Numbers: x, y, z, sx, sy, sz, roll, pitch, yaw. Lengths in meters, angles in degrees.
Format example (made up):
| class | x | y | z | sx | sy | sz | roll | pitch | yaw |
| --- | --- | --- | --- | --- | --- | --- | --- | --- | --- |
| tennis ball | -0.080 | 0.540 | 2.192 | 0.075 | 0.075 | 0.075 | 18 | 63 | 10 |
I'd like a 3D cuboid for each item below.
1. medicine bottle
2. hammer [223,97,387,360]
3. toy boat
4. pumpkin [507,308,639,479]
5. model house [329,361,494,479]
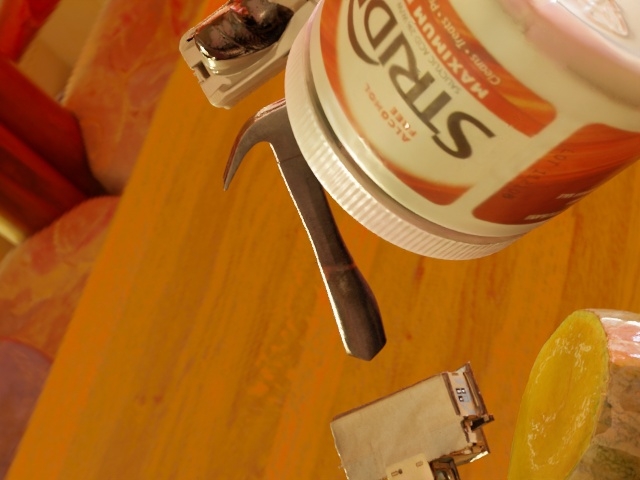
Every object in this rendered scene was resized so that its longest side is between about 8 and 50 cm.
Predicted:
| class | x | y | z | sx | sy | sz | roll | pitch | yaw |
| --- | --- | --- | --- | --- | --- | --- | --- | --- | --- |
| medicine bottle | 0.133 | -0.144 | 0.700 | 0.241 | 0.252 | 0.252 | -45 | 34 | 52 |
| hammer | 0.000 | 0.000 | 0.943 | 0.137 | 0.290 | 0.037 | -19 | 24 | 2 |
| toy boat | -0.071 | -0.301 | 1.262 | 0.269 | 0.141 | 0.141 | -42 | 48 | 21 |
| pumpkin | 0.353 | 0.241 | 1.162 | 0.199 | 0.332 | 0.332 | 14 | 63 | -5 |
| model house | 0.181 | 0.319 | 1.576 | 0.271 | 0.206 | 0.178 | -31 | 68 | 28 |
